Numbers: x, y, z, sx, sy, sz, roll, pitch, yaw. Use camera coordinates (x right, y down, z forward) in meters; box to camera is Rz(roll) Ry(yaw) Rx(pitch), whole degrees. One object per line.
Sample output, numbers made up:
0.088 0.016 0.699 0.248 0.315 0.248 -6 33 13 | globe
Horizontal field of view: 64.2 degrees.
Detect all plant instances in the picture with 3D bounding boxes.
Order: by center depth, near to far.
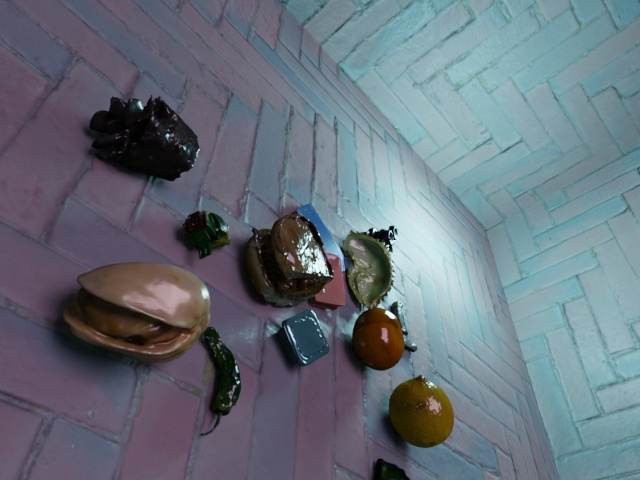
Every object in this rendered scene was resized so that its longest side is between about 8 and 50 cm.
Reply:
-0.493 -0.298 1.448 0.276 0.198 0.189 28 34 -48 | plant

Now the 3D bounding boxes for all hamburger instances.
-0.102 0.058 1.699 0.317 0.195 0.277 17 46 -54 | hamburger

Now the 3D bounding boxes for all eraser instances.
0.000 0.000 2.067 0.312 0.042 0.144 58 29 0 | eraser

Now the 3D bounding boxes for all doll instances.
-0.327 -0.021 1.514 0.135 0.106 0.186 65 13 2 | doll

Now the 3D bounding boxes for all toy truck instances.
0.284 0.025 2.406 0.224 0.147 0.166 -29 111 -64 | toy truck

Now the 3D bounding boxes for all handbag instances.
0.013 0.145 1.902 0.157 0.059 0.213 15 56 -36 | handbag

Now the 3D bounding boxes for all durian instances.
0.207 0.123 2.163 0.198 0.163 0.395 29 46 -37 | durian

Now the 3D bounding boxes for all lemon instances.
0.369 0.629 1.850 0.254 0.228 0.228 55 29 -8 | lemon

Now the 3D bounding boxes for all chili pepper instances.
-0.252 0.356 1.314 0.122 0.065 0.279 18 45 -37 | chili pepper
0.281 0.829 1.628 0.265 0.116 0.148 51 33 -12 | chili pepper

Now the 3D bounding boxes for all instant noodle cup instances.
-0.062 0.318 1.637 0.179 0.070 0.157 -10 73 -60 | instant noodle cup

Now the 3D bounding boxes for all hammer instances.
0.355 0.374 2.260 0.158 0.041 0.227 33 38 -40 | hammer

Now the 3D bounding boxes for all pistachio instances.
-0.390 0.155 1.137 0.321 0.229 0.238 17 6 -43 | pistachio

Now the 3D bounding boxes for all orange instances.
0.211 0.368 1.907 0.240 0.171 0.240 43 38 -47 | orange
